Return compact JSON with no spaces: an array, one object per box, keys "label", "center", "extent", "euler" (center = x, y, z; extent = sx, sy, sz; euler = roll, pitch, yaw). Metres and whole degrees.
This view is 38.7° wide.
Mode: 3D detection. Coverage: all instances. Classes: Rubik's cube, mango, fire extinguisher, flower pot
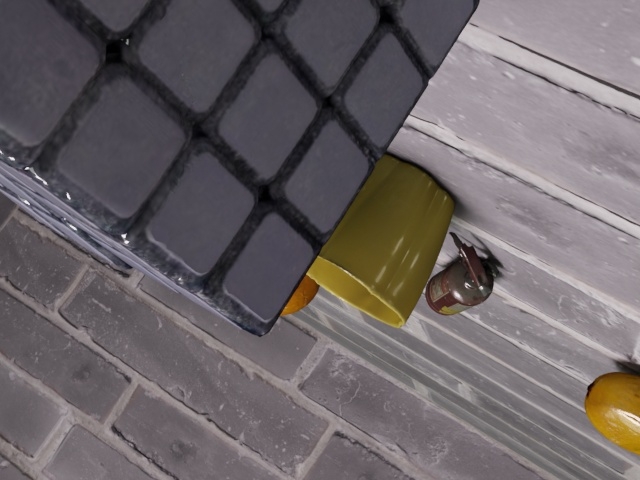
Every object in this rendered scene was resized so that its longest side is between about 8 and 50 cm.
[{"label":"Rubik's cube","center":[-0.145,-0.183,0.689],"extent":[0.337,0.344,0.344],"euler":[26,167,41]},{"label":"mango","center":[0.522,0.278,1.359],"extent":[0.262,0.109,0.157],"euler":[26,157,15]},{"label":"fire extinguisher","center":[0.207,0.058,1.395],"extent":[0.106,0.075,0.252],"euler":[34,169,2]},{"label":"flower pot","center":[0.078,-0.007,1.216],"extent":[0.195,0.179,0.195],"euler":[33,167,8]}]

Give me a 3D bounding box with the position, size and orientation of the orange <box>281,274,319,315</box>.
[{"label":"orange","center":[-0.107,0.068,2.004],"extent":[0.219,0.193,0.219],"euler":[0,137,0]}]
